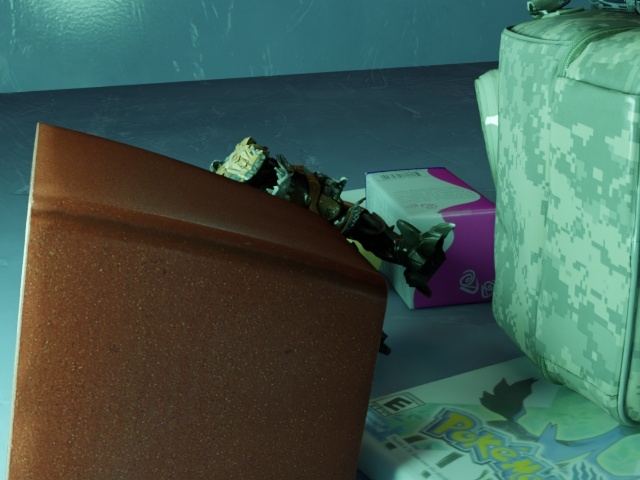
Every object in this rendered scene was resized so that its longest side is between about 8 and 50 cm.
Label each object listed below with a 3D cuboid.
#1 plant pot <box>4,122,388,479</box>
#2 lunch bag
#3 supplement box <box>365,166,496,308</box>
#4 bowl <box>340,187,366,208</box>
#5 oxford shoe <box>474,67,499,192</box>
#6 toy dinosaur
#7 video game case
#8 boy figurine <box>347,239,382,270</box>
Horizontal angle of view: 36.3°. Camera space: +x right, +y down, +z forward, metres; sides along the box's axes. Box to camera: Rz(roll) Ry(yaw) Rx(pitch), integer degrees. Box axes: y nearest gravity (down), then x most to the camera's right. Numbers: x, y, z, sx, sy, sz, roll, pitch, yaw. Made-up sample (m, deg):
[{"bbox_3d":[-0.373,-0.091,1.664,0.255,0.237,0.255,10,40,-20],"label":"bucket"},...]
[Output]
[{"bbox_3d":[-0.099,0.079,0.710,0.236,0.267,0.267,5,14,-17],"label":"plant pot"},{"bbox_3d":[0.246,-0.040,0.800,0.212,0.305,0.256,-10,20,-25],"label":"lunch bag"},{"bbox_3d":[0.130,-0.010,1.169,0.111,0.114,0.220,-4,16,-8],"label":"supplement box"},{"bbox_3d":[0.092,-0.035,1.358,0.142,0.053,0.142,-11,19,-23],"label":"bowl"},{"bbox_3d":[0.266,-0.093,1.152,0.130,0.169,0.449,-12,-13,10],"label":"oxford shoe"},{"bbox_3d":[0.000,0.000,0.950,0.218,0.164,0.322,33,10,19],"label":"toy dinosaur"},{"bbox_3d":[0.212,0.164,0.717,0.300,0.036,0.329,-11,19,-26],"label":"video game case"},{"bbox_3d":[-0.064,0.012,1.160,0.285,0.092,0.177,3,-9,7],"label":"boy figurine"}]
